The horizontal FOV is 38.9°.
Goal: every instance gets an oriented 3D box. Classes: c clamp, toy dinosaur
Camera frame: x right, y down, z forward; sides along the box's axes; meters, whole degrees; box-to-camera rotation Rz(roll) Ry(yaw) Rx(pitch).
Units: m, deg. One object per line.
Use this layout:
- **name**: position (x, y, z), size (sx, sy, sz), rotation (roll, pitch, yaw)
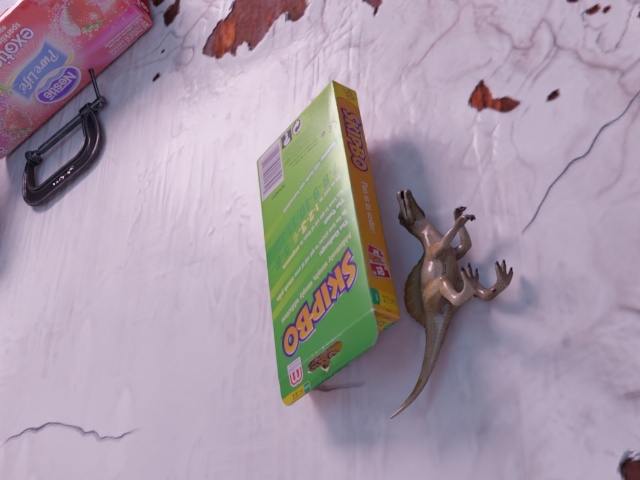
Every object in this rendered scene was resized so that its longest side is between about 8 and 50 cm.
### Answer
- **c clamp**: position (-0.321, -0.120, 1.136), size (0.161, 0.022, 0.137), rotation (-39, 51, 14)
- **toy dinosaur**: position (0.092, 0.040, 0.676), size (0.092, 0.053, 0.183), rotation (-31, 49, 46)

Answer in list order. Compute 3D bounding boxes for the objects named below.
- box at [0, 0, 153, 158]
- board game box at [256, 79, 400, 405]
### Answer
- **box**: position (-0.377, -0.269, 1.180), size (0.300, 0.142, 0.154), rotation (-36, 47, 19)
- **board game box**: position (0.000, 0.000, 0.755), size (0.124, 0.039, 0.259), rotation (-42, 40, 38)
